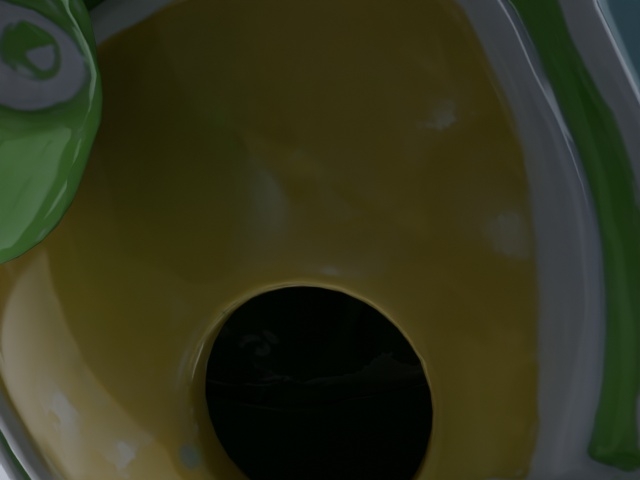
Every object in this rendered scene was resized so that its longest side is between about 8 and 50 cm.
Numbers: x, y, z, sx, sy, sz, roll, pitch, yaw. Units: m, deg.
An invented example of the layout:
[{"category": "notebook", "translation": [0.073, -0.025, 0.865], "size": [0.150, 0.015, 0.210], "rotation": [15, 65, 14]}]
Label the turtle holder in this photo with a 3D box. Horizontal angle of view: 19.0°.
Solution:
[{"category": "turtle holder", "translation": [0.019, -0.003, 0.489], "size": [0.243, 0.320, 0.227], "rotation": [-20, -129, 0]}]
